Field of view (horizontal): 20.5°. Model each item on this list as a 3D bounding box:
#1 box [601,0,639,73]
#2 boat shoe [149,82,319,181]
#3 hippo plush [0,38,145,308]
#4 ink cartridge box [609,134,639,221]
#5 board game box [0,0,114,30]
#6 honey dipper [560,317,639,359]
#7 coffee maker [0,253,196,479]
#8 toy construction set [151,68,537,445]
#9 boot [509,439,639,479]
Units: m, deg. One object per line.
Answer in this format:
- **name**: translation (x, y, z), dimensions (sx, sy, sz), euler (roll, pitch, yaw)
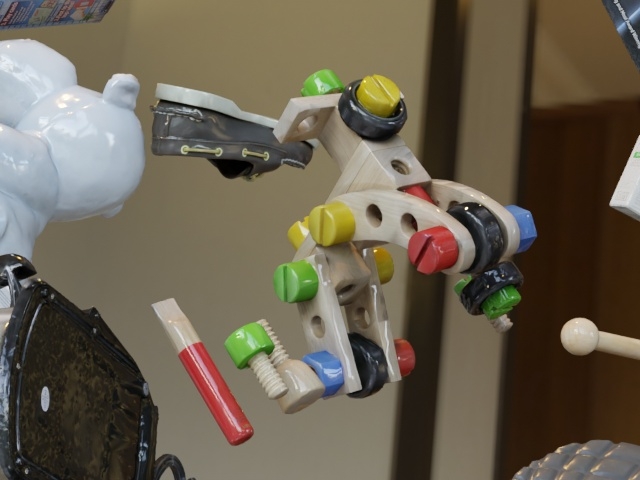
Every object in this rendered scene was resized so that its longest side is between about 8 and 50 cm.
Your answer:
- **box**: translation (0.238, -0.209, 1.145), dimensions (0.147, 0.180, 0.077), euler (-26, 11, 15)
- **boat shoe**: translation (-0.084, -0.093, 1.699), dimensions (0.081, 0.068, 0.228), euler (12, -2, 36)
- **hippo plush**: translation (-0.243, -0.073, 1.373), dimensions (0.294, 0.236, 0.234), euler (37, -38, 21)
- **ink cartridge box**: translation (0.270, -0.064, 1.335), dimensions (0.063, 0.115, 0.029), euler (26, -6, -19)
- **board game box**: translation (-0.302, -0.251, 1.513), dimensions (0.194, 0.194, 0.060), euler (-28, -13, -41)
- **honey dipper**: translation (0.178, 0.058, 0.883), dimensions (0.161, 0.030, 0.030), euler (14, -20, -36)
- **coffee maker**: translation (-0.177, 0.102, 0.825), dimensions (0.178, 0.120, 0.171), euler (-7, -53, 22)
- **toy construction set**: translation (0.000, 0.000, 1.495), dimensions (0.309, 0.237, 0.257), euler (-27, -19, -18)
- **boot**: translation (0.101, 0.278, 0.926), dimensions (0.118, 0.338, 0.222), euler (22, -44, 20)
